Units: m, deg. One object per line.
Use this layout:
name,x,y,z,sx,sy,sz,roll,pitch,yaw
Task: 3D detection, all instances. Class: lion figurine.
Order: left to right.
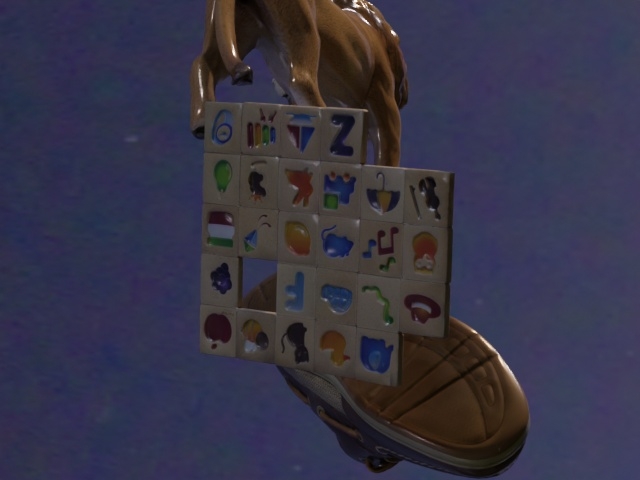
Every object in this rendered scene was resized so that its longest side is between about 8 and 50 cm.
lion figurine,-0.015,-0.164,1.595,0.392,0.142,0.240,50,-149,-66

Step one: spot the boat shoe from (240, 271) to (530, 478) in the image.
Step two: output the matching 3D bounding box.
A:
boat shoe,0.059,0.133,1.586,0.123,0.342,0.123,-38,-52,-25

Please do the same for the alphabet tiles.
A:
alphabet tiles,0.000,0.000,1.357,0.009,0.237,0.198,-5,-81,-50
